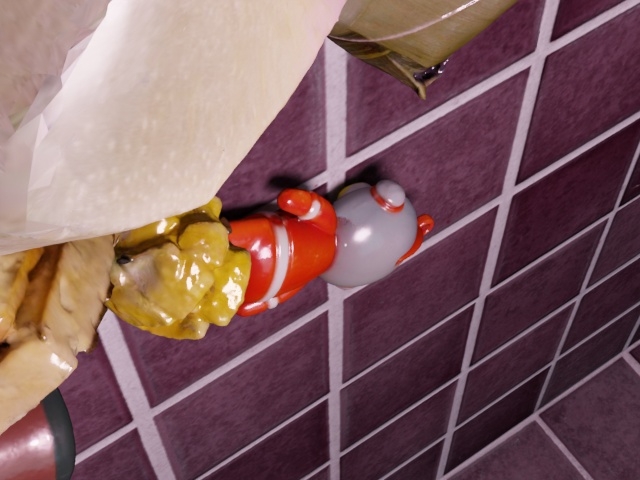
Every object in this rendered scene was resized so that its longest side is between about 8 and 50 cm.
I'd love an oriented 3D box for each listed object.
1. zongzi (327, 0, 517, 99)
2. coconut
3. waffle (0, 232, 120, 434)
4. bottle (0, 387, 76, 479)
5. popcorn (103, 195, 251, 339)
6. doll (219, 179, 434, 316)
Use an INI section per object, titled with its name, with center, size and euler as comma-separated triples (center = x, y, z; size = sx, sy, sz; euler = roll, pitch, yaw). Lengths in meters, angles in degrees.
[zongzi]
center = 0.065, -0.266, 0.818
size = 0.289, 0.154, 0.317
euler = -40, 151, 28
[coconut]
center = -0.152, -0.157, 0.527
size = 0.352, 0.352, 0.352
euler = -30, 152, -18
[waffle]
center = -0.297, 0.085, 0.769
size = 0.376, 0.261, 0.114
euler = -38, 112, 22
[bottle]
center = -0.413, 0.222, 1.015
size = 0.336, 0.144, 0.144
euler = -15, 145, -35
[popcorn]
center = -0.147, 0.020, 1.031
size = 0.152, 0.167, 0.148
euler = -35, 133, -62
[doll]
center = 0.000, 0.000, 1.243
size = 0.336, 0.105, 0.200
euler = -10, 141, -32
